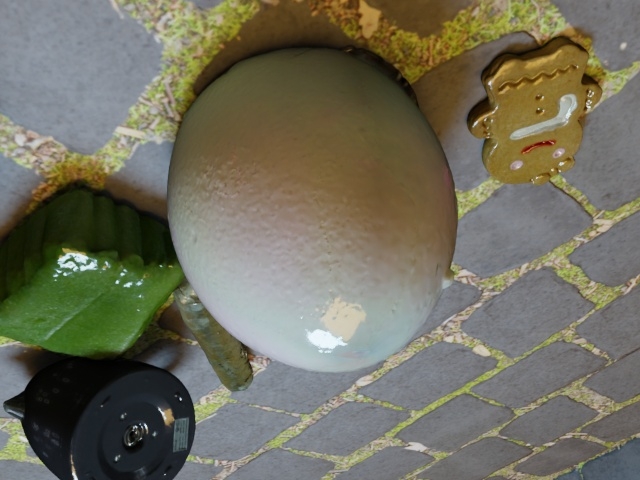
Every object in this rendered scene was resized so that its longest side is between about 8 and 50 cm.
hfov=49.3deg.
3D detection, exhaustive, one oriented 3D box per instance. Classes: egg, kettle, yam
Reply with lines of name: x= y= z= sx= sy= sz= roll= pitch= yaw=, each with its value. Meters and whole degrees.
egg: x=0.000 y=0.000 z=0.824 sx=0.354 sy=0.340 sz=0.355 roll=-8 pitch=138 yaw=-7
kettle: x=-0.345 y=0.282 z=1.129 sx=0.290 sy=0.207 sz=0.268 roll=4 pitch=176 yaw=44
yam: x=-0.173 y=0.158 z=1.160 sx=0.071 sy=0.067 sz=0.317 roll=-24 pitch=142 yaw=-9

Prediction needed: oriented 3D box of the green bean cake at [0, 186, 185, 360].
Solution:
green bean cake: x=-0.318 y=0.053 z=0.956 sx=0.248 sy=0.125 sz=0.222 roll=-37 pitch=137 yaw=28

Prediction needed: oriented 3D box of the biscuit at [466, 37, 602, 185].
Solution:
biscuit: x=0.293 y=-0.160 z=0.959 sx=0.184 sy=0.035 sz=0.249 roll=-15 pitch=140 yaw=0
